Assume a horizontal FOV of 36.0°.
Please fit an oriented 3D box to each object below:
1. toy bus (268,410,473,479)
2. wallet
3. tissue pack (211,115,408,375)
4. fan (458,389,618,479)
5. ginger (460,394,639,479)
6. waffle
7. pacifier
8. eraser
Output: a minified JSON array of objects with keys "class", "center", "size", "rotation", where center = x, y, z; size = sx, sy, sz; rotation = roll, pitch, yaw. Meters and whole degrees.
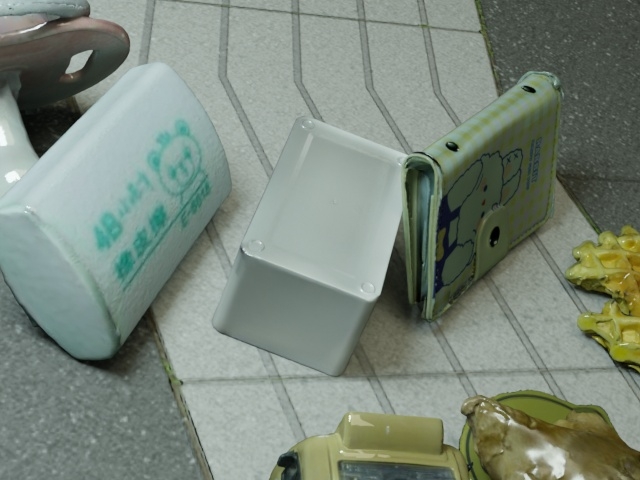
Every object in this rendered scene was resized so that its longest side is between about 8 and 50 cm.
[{"class":"toy bus","center":[0.050,0.325,0.782],"size":[0.177,0.202,0.365],"rotation":[6,47,-14]},{"class":"wallet","center":[0.195,-0.060,1.185],"size":[0.077,0.223,0.309],"rotation":[21,37,29]},{"class":"tissue pack","center":[-0.001,-0.001,1.111],"size":[0.159,0.136,0.246],"rotation":[22,44,-1]},{"class":"fan","center":[0.234,0.276,1.033],"size":[0.229,0.011,0.335],"rotation":[36,45,13]},{"class":"ginger","center":[0.250,0.253,0.970],"size":[0.270,0.123,0.219],"rotation":[22,40,10]},{"class":"waffle","center":[0.439,0.084,1.261],"size":[0.261,0.056,0.250],"rotation":[40,47,19]},{"class":"pacifier","center":[-0.360,-0.158,1.072],"size":[0.332,0.273,0.220],"rotation":[-16,29,-30]},{"class":"eraser","center":[-0.211,-0.038,1.040],"size":[0.104,0.189,0.290],"rotation":[-10,34,32]}]
